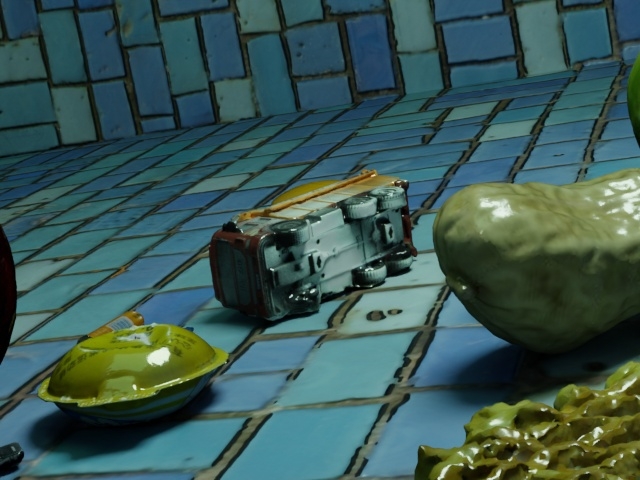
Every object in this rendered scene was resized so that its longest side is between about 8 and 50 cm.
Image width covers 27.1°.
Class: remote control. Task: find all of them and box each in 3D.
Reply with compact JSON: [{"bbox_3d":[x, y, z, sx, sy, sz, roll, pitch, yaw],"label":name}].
[{"bbox_3d":[-0.295,0.192,1.107,0.096,0.014,0.039,-16,13,-19],"label":"remote control"}]

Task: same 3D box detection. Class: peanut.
[{"bbox_3d":[0.222,0.017,1.136,0.291,0.159,0.143,-6,54,-25],"label":"peanut"}]

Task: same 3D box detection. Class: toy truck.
[{"bbox_3d":[0.000,0.000,1.492,0.135,0.114,0.270,7,21,45],"label":"toy truck"}]

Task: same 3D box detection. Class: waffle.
[{"bbox_3d":[0.201,0.131,0.791,0.302,0.068,0.325,-13,5,6],"label":"waffle"}]

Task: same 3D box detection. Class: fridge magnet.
[{"bbox_3d":[0.001,-0.049,1.832,0.143,0.063,0.143,-10,14,3],"label":"fridge magnet"}]

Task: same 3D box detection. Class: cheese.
[{"bbox_3d":[-0.168,0.113,1.229,0.176,0.069,0.270,-10,9,1],"label":"cheese"}]

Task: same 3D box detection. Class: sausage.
[{"bbox_3d":[-0.219,0.100,1.425,0.031,0.031,0.107,-5,12,26],"label":"sausage"}]

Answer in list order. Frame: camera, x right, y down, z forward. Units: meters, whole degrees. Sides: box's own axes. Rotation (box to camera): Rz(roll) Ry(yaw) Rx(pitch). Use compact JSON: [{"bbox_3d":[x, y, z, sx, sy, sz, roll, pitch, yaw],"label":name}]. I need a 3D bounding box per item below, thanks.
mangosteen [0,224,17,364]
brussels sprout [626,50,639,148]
[{"bbox_3d":[-0.429,0.069,1.163,0.306,0.306,0.360,-8,33,11],"label":"mangosteen"},{"bbox_3d":[0.492,-0.152,1.390,0.344,0.268,0.344,-5,8,1],"label":"brussels sprout"}]
